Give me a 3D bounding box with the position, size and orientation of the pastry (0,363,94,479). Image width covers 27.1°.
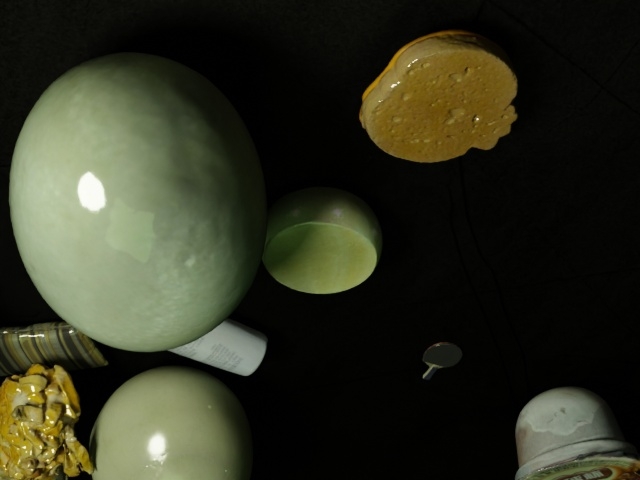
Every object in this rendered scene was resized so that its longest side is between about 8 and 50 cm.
[{"bbox_3d":[-0.369,0.249,1.740,0.102,0.154,0.250,-11,167,-23],"label":"pastry"}]

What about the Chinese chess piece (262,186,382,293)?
[{"bbox_3d":[0.000,0.000,1.537,0.144,0.058,0.144,0,140,0],"label":"Chinese chess piece"}]

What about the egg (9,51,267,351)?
[{"bbox_3d":[-0.181,-0.032,1.344,0.258,0.258,0.352,-2,138,4],"label":"egg"}]

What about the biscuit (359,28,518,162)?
[{"bbox_3d":[0.127,-0.149,1.357,0.170,0.050,0.170,-6,143,-4],"label":"biscuit"}]

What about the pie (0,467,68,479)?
[{"bbox_3d":[-0.438,0.362,1.993,0.128,0.068,0.282,3,145,-1],"label":"pie"}]

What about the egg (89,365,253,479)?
[{"bbox_3d":[-0.197,0.282,1.765,0.219,0.219,0.269,1,136,0],"label":"egg"}]

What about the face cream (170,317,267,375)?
[{"bbox_3d":[-0.167,0.113,1.683,0.198,0.057,0.084,25,135,-24],"label":"face cream"}]

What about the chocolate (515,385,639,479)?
[{"bbox_3d":[0.342,0.276,1.797,0.221,0.147,0.221,-2,146,-1],"label":"chocolate"}]

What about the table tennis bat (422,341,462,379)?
[{"bbox_3d":[0.158,0.161,1.771,0.050,0.007,0.083,13,138,-15],"label":"table tennis bat"}]

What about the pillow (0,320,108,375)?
[{"bbox_3d":[-0.390,0.144,1.741,0.203,0.038,0.113,-5,146,8],"label":"pillow"}]
